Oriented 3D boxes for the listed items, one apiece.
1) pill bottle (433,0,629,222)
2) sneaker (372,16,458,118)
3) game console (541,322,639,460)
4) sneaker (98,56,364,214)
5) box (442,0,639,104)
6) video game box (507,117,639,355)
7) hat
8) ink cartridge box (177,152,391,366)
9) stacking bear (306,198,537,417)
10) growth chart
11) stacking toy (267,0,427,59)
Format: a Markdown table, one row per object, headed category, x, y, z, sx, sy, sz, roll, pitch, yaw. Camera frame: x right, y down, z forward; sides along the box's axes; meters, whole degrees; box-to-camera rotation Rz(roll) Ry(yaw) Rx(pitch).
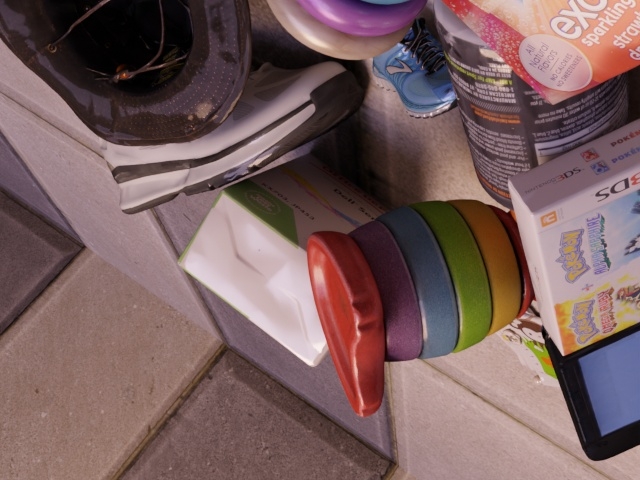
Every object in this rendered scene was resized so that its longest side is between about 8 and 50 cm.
| category | x | y | z | sx | sy | sz | roll | pitch | yaw |
| --- | --- | --- | --- | --- | --- | --- | --- | --- | --- |
| pill bottle | 0.176 | -0.107 | 0.655 | 0.130 | 0.130 | 0.246 | 25 | 156 | 35 |
| sneaker | 0.086 | -0.165 | 0.754 | 0.162 | 0.063 | 0.073 | 43 | 160 | 52 |
| game console | 0.385 | 0.158 | 0.801 | 0.293 | 0.250 | 0.173 | 59 | -173 | -43 |
| sneaker | -0.163 | -0.196 | 1.013 | 0.447 | 0.169 | 0.258 | -13 | 105 | 44 |
| box | 0.147 | -0.196 | 0.323 | 0.122 | 0.257 | 0.128 | 41 | 161 | -11 |
| video game box | 0.256 | -0.011 | 0.655 | 0.205 | 0.187 | 0.048 | 61 | -173 | -47 |
| hat | -0.196 | -0.270 | 0.880 | 0.331 | 0.134 | 0.331 | 13 | 128 | 17 |
| ink cartridge box | 0.000 | 0.000 | 1.070 | 0.207 | 0.119 | 0.353 | 36 | -157 | 7 |
| stacking bear | 0.146 | 0.032 | 0.814 | 0.164 | 0.288 | 0.175 | -117 | 16 | -47 |
| growth chart | 0.294 | 0.140 | 1.151 | 0.237 | 0.021 | 0.172 | 43 | 159 | -14 |
| stacking toy | 0.069 | -0.255 | 0.551 | 0.141 | 0.141 | 0.330 | 41 | 155 | -6 |
